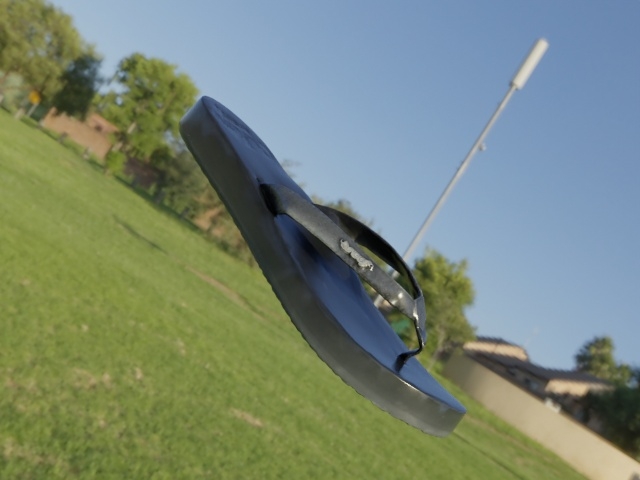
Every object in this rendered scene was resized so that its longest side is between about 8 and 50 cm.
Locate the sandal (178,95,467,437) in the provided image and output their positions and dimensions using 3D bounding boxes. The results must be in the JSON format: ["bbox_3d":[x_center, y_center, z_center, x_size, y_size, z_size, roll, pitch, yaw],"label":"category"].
[{"bbox_3d":[-0.001,-0.001,0.469,0.255,0.054,0.097,53,13,24],"label":"sandal"}]
